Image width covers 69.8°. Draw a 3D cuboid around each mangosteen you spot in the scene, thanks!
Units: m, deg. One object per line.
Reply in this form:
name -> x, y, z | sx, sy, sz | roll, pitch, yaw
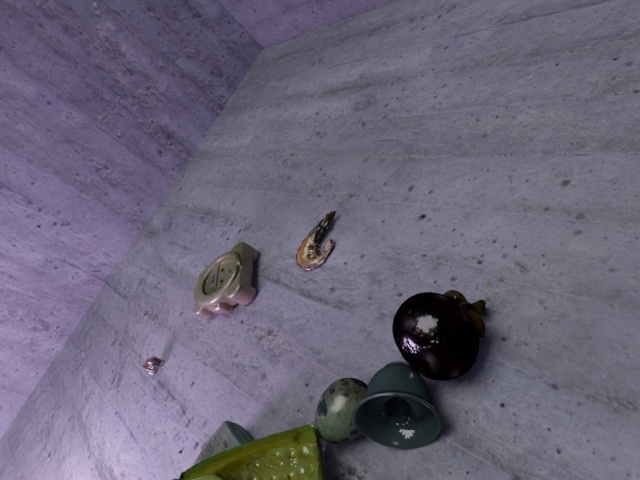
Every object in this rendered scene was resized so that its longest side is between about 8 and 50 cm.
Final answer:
mangosteen -> 0.296, 0.207, 1.090 | 0.250, 0.211, 0.211 | -31, 32, -18

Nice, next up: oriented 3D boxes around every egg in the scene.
egg -> 0.059, 0.436, 1.170 | 0.181, 0.141, 0.141 | -51, 36, 7

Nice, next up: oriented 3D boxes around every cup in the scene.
cup -> 0.183, 0.370, 1.089 | 0.199, 0.199, 0.150 | -29, 23, 27

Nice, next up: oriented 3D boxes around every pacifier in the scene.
pacifier -> -0.717, 0.544, 1.971 | 0.099, 0.082, 0.077 | -103, 23, -74

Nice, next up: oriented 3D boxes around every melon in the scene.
melon -> -0.153, 0.582, 1.083 | 0.345, 0.226, 0.331 | -7, 43, -2

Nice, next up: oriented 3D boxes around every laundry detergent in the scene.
laundry detergent -> -0.302, 0.702, 1.348 | 0.215, 0.105, 0.280 | 25, 78, 52

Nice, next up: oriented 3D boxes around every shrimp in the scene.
shrimp -> 0.001, 0.001, 1.693 | 0.144, 0.052, 0.250 | 27, 88, 43

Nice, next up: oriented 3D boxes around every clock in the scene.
clock -> -0.398, 0.174, 1.910 | 0.310, 0.114, 0.283 | -32, 42, 27

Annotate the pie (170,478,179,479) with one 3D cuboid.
pie -> -0.397, 0.813, 1.297 | 0.277, 0.079, 0.276 | -3, 84, 32
